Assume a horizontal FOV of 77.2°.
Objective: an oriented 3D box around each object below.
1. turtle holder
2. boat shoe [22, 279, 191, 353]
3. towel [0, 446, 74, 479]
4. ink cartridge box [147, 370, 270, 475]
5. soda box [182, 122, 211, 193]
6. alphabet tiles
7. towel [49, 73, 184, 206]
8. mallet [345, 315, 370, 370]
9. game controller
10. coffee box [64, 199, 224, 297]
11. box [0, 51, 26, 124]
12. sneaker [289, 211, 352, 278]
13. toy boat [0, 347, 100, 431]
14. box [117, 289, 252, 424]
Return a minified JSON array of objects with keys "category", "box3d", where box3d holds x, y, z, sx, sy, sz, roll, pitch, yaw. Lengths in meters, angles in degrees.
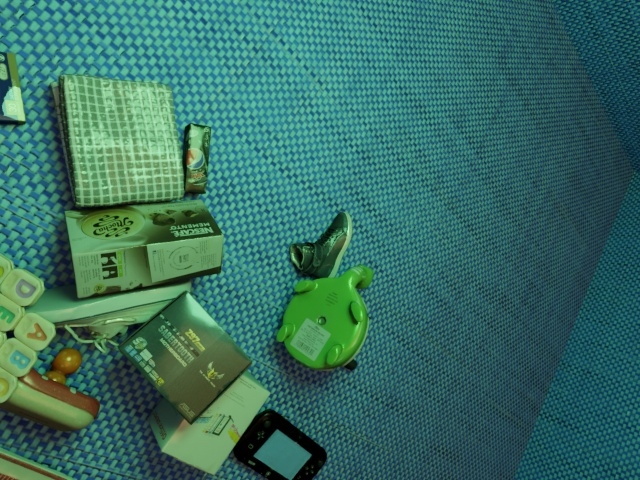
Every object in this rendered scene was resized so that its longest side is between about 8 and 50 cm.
[{"category":"turtle holder","box3d":[0.027,0.220,1.186,0.227,0.244,0.320,53,38,-63]},{"category":"boat shoe","box3d":[-0.480,0.178,0.913,0.367,0.136,0.156,-8,109,-39]},{"category":"towel","box3d":[-0.735,0.613,0.838,0.237,0.037,0.329,44,70,-26]},{"category":"ink cartridge box","box3d":[-0.285,0.423,1.024,0.168,0.171,0.232,45,72,-28]},{"category":"soda box","box3d":[-0.314,-0.203,1.007,0.053,0.060,0.168,3,94,-32]},{"category":"alphabet tiles","box3d":[-0.662,0.164,0.753,0.278,0.021,0.284,33,83,1]},{"category":"towel","box3d":[-0.439,-0.220,0.890,0.235,0.121,0.283,-10,100,-32]},{"category":"mallet","box3d":[0.118,0.341,1.360,0.062,0.039,0.189,30,74,-29]},{"category":"game controller","box3d":[-0.116,0.646,1.219,0.166,0.067,0.319,-50,117,-18]},{"category":"coffee box","box3d":[-0.388,0.008,0.900,0.297,0.168,0.118,-9,129,-31]},{"category":"box","box3d":[-0.698,-0.292,0.747,0.225,0.037,0.136,-10,98,-37]},{"category":"sneaker","box3d":[0.001,0.001,1.215,0.163,0.086,0.226,21,85,-35]},{"category":"toy boat","box3d":[-0.577,0.301,0.863,0.231,0.151,0.151,44,42,-29]},{"category":"box","box3d":[-0.297,0.256,0.899,0.183,0.059,0.232,-42,95,-25]}]
